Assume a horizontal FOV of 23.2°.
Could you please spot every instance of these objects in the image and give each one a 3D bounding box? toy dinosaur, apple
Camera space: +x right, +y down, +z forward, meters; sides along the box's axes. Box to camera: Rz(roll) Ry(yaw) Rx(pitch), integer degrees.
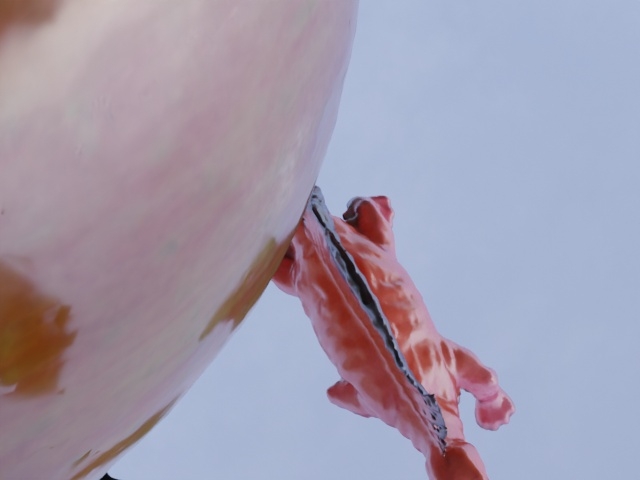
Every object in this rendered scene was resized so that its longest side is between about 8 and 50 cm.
[{"bbox_3d":[0.000,0.002,0.673,0.070,0.139,0.286,-31,-102,4],"label":"toy dinosaur"},{"bbox_3d":[-0.199,-0.072,0.465,0.391,0.391,0.346,26,-124,27],"label":"apple"}]

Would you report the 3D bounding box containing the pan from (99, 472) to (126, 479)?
[{"bbox_3d":[-0.216,0.226,1.322,0.202,0.048,0.128,24,-103,-1],"label":"pan"}]
